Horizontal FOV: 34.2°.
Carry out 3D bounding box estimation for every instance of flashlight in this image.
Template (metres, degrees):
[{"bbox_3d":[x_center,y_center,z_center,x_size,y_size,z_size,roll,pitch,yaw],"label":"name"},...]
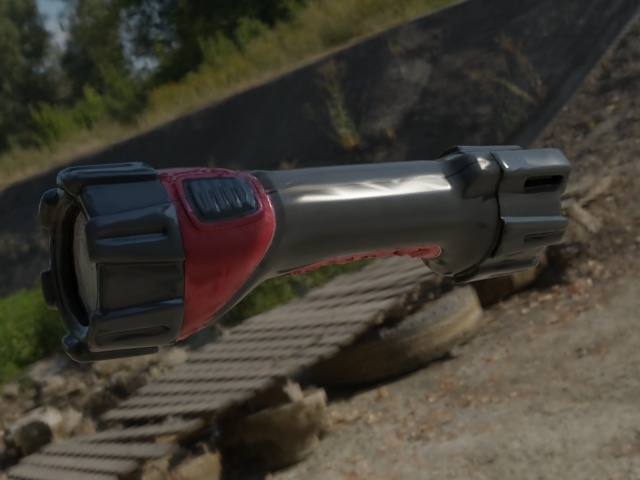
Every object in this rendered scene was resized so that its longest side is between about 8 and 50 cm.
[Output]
[{"bbox_3d":[0.000,0.000,0.597,0.304,0.103,0.103,-5,12,-32],"label":"flashlight"}]
